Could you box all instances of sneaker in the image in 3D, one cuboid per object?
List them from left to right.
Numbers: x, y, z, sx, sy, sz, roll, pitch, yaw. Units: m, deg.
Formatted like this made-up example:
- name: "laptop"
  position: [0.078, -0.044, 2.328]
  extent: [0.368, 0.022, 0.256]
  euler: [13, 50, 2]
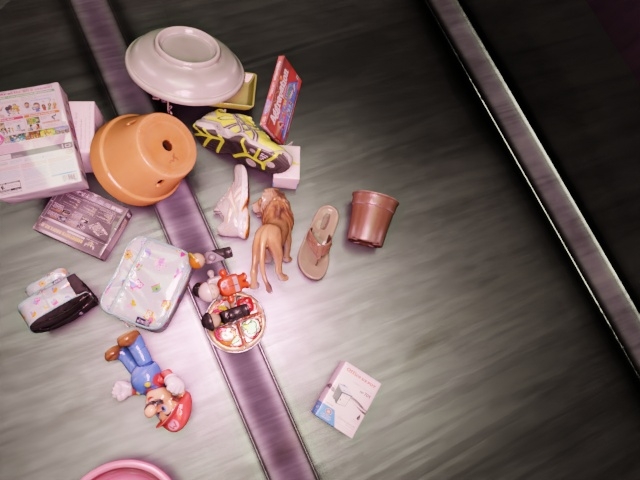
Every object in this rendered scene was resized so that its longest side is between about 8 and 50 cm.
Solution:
- name: "sneaker"
  position: [-0.300, -0.136, 1.614]
  extent: [0.121, 0.099, 0.262]
  euler: [0, 74, -5]
- name: "sneaker"
  position: [-0.250, -0.351, 1.611]
  extent: [0.385, 0.145, 0.147]
  euler: [27, 65, 17]

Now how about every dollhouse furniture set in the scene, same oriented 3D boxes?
- name: "dollhouse furniture set"
  position: [-0.540, -0.492, 1.655]
  extent: [0.091, 0.114, 0.081]
  euler: [1, 80, -12]

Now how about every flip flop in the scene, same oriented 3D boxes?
- name: "flip flop"
  position: [0.000, 0.000, 1.634]
  extent: [0.112, 0.080, 0.276]
  euler: [20, 73, -4]

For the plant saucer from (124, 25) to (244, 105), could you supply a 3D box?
- name: "plant saucer"
  position: [-0.455, -0.627, 1.638]
  extent: [0.401, 0.100, 0.400]
  euler: [9, 53, -12]

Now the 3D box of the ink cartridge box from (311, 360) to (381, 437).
- name: "ink cartridge box"
  position: [0.082, 0.499, 1.518]
  extent: [0.140, 0.082, 0.190]
  euler: [33, 74, 0]

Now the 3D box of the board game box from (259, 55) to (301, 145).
- name: "board game box"
  position: [-0.138, -0.497, 1.713]
  extent: [0.027, 0.145, 0.281]
  euler: [4, 72, 27]

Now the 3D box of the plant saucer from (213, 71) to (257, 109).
- name: "plant saucer"
  position: [-0.328, -0.533, 1.714]
  extent: [0.189, 0.045, 0.188]
  euler: [5, 55, -8]

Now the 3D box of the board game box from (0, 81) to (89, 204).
- name: "board game box"
  position: [-0.824, -0.278, 1.379]
  extent: [0.224, 0.097, 0.303]
  euler: [-14, 87, -12]

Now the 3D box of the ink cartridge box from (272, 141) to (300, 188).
- name: "ink cartridge box"
  position: [-0.120, -0.265, 1.677]
  extent: [0.090, 0.092, 0.143]
  euler: [2, 74, -8]

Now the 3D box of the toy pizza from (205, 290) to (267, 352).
- name: "toy pizza"
  position: [-0.272, 0.260, 1.545]
  extent: [0.202, 0.032, 0.201]
  euler: [2, 75, -9]

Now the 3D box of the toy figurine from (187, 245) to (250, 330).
- name: "toy figurine"
  position: [-0.315, 0.142, 1.454]
  extent: [0.148, 0.212, 0.209]
  euler: [-17, 50, -23]

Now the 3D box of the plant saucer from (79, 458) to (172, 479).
- name: "plant saucer"
  position: [-0.551, 0.784, 1.335]
  extent: [0.333, 0.084, 0.331]
  euler: [3, 75, -10]

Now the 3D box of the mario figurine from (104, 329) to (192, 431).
- name: "mario figurine"
  position: [-0.505, 0.422, 1.385]
  extent: [0.170, 0.198, 0.320]
  euler: [-37, 80, -28]

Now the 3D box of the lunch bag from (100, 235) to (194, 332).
- name: "lunch bag"
  position: [-0.539, 0.137, 1.492]
  extent: [0.224, 0.108, 0.278]
  euler: [23, 73, -3]

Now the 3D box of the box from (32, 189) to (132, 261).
- name: "box"
  position: [-0.756, -0.063, 1.534]
  extent: [0.231, 0.056, 0.182]
  euler: [24, 73, -2]

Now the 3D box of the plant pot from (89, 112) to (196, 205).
- name: "plant pot"
  position: [-0.524, -0.269, 1.483]
  extent: [0.291, 0.204, 0.290]
  euler: [15, 69, -46]

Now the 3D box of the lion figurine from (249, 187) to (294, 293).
- name: "lion figurine"
  position: [-0.150, -0.014, 1.498]
  extent: [0.142, 0.392, 0.239]
  euler: [0, 110, -5]

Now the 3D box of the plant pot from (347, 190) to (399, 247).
- name: "plant pot"
  position: [0.170, -0.067, 1.648]
  extent: [0.167, 0.167, 0.165]
  euler: [16, 82, -5]

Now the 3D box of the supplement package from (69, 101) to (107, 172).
- name: "supplement package"
  position: [-0.850, -0.324, 1.523]
  extent: [0.293, 0.175, 0.177]
  euler: [-3, 78, -10]

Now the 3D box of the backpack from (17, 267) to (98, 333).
- name: "backpack"
  position: [-0.781, 0.181, 1.409]
  extent: [0.188, 0.166, 0.144]
  euler: [-41, 83, -21]
